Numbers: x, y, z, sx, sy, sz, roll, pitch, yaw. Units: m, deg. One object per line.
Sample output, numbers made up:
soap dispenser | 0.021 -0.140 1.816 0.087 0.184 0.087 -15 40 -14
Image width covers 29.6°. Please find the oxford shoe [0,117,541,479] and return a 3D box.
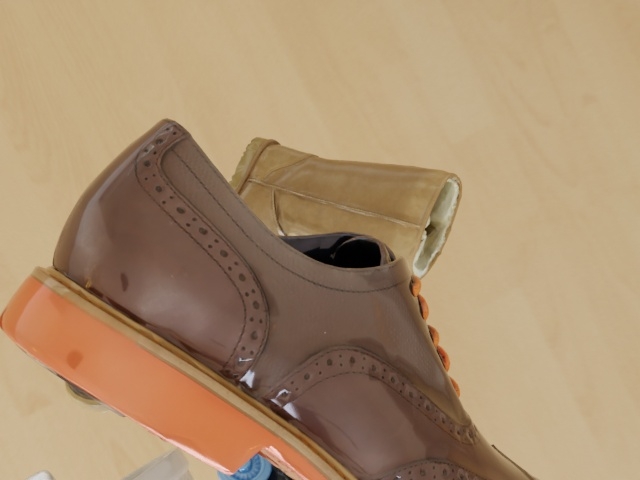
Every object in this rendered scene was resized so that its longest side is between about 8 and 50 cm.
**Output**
oxford shoe | 0.024 0.057 0.445 0.271 0.097 0.098 34 83 -31

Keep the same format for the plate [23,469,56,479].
plate | -0.323 0.413 1.256 0.045 0.278 0.277 11 55 -45

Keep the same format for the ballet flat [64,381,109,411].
ballet flat | -0.229 0.141 1.300 0.080 0.232 0.073 9 110 -6

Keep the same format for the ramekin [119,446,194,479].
ramekin | -0.188 0.289 1.102 0.207 0.207 0.109 -32 87 -9

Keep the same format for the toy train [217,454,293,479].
toy train | -0.003 0.201 0.907 0.105 0.080 0.184 -30 60 -12

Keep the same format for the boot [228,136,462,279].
boot | 0.000 0.000 1.401 0.270 0.089 0.236 16 81 30
